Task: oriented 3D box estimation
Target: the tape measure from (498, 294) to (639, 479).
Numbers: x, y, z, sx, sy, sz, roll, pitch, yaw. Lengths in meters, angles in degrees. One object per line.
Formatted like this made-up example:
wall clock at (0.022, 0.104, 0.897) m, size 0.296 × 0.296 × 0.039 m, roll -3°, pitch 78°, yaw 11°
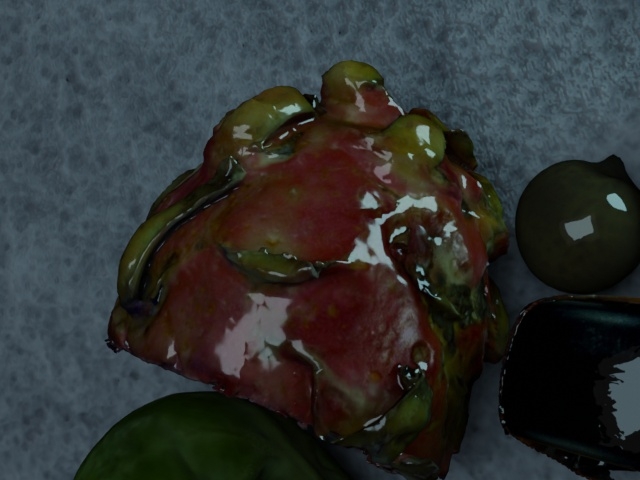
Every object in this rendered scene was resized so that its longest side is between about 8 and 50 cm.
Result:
tape measure at (0.235, 0.112, 0.959) m, size 0.223 × 0.202 × 0.135 m, roll 9°, pitch 83°, yaw 18°

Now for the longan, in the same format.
longan at (0.199, -0.015, 1.050) m, size 0.113 × 0.092 × 0.113 m, roll -19°, pitch 54°, yaw 28°

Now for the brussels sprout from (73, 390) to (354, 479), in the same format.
brussels sprout at (-0.079, 0.232, 1.073) m, size 0.244 × 0.244 × 0.244 m, roll -3°, pitch 81°, yaw 22°

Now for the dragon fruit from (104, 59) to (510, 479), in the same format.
dragon fruit at (0.000, 0.000, 1.026) m, size 0.314 × 0.296 × 0.263 m, roll 22°, pitch 88°, yaw 15°
